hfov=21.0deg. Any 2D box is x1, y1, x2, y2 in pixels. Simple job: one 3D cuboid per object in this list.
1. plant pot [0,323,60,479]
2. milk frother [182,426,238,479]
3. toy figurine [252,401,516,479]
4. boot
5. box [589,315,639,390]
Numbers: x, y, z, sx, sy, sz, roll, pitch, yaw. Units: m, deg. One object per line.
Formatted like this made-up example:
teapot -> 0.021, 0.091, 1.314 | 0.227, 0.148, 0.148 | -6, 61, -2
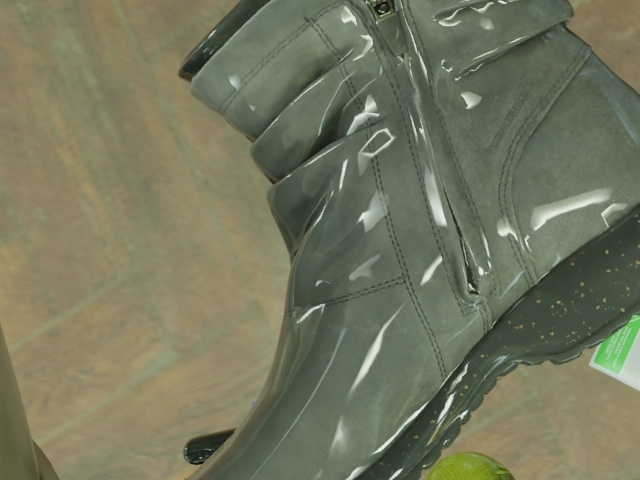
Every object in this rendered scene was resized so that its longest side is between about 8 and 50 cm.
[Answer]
plant pot -> -0.263, 0.058, 0.722 | 0.323, 0.323, 0.280 | 19, 120, 25
milk frother -> -0.035, 0.189, 1.078 | 0.135, 0.143, 0.129 | -9, 108, -3
toy figurine -> 0.028, 0.216, 1.931 | 0.363, 0.191, 0.217 | -12, 79, 24
boot -> 0.000, 0.000, 0.804 | 0.338, 0.118, 0.222 | -38, 92, -1
box -> 0.454, 0.141, 1.746 | 0.231, 0.262, 0.126 | 27, 94, 54
